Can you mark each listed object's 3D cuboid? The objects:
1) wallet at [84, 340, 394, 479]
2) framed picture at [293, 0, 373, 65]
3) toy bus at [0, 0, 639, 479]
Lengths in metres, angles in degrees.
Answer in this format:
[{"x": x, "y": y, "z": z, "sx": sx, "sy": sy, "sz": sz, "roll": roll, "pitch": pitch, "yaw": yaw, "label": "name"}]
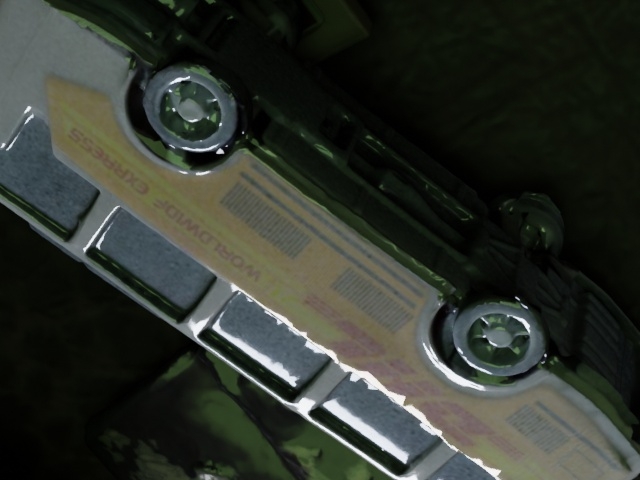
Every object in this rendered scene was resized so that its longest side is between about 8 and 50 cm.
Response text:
[{"x": 0.025, "y": 0.180, "z": 0.691, "sx": 0.170, "sy": 0.044, "sz": 0.321, "roll": -39, "pitch": 96, "yaw": 27, "label": "wallet"}, {"x": -0.142, "y": -0.161, "z": 0.578, "sx": 0.211, "sy": 0.020, "sz": 0.289, "roll": -25, "pitch": 117, "yaw": 27, "label": "framed picture"}, {"x": 0.000, "y": 0.000, "z": 0.580, "sx": 0.342, "sy": 0.097, "sz": 0.138, "roll": 35, "pitch": 126, "yaw": -8, "label": "toy bus"}]
